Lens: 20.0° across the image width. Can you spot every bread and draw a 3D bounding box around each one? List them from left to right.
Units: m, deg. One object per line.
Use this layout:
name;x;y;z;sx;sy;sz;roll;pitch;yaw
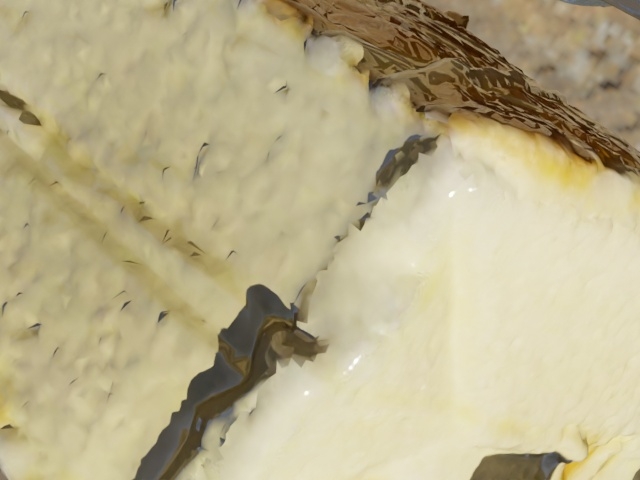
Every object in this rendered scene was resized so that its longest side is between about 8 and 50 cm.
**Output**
bread;0.000;0.000;0.971;0.371;0.279;0.390;42;-163;32

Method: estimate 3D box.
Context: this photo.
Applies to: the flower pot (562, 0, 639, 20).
flower pot;0.320;-0.235;1.135;0.251;0.379;0.379;53;173;34
